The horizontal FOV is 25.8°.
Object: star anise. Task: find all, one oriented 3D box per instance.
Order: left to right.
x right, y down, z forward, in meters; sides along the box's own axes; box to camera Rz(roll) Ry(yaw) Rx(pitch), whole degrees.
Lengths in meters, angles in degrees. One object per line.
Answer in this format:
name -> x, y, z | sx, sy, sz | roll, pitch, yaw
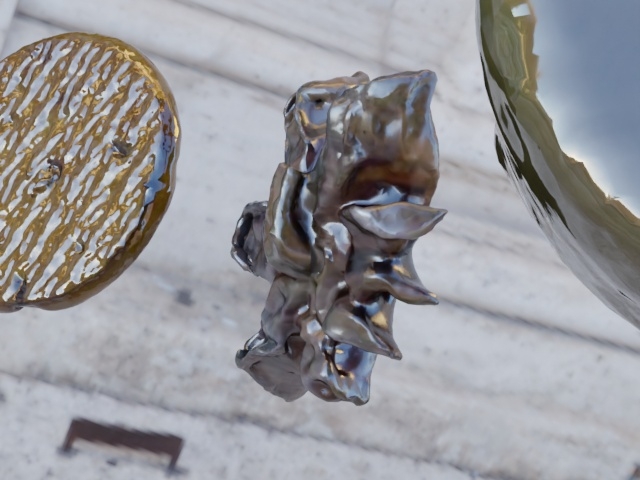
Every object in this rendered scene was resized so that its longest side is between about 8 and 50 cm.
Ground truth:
star anise -> 0.001, -0.007, 0.885 | 0.099, 0.220, 0.214 | 7, -8, -30

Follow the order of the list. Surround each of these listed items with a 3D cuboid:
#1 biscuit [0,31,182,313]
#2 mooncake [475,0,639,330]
biscuit -> -0.189, -0.049, 0.982 | 0.212, 0.212, 0.036 | 38, -1, 30
mooncake -> 0.203, -0.083, 0.558 | 0.284, 0.284, 0.155 | 33, -7, 19
